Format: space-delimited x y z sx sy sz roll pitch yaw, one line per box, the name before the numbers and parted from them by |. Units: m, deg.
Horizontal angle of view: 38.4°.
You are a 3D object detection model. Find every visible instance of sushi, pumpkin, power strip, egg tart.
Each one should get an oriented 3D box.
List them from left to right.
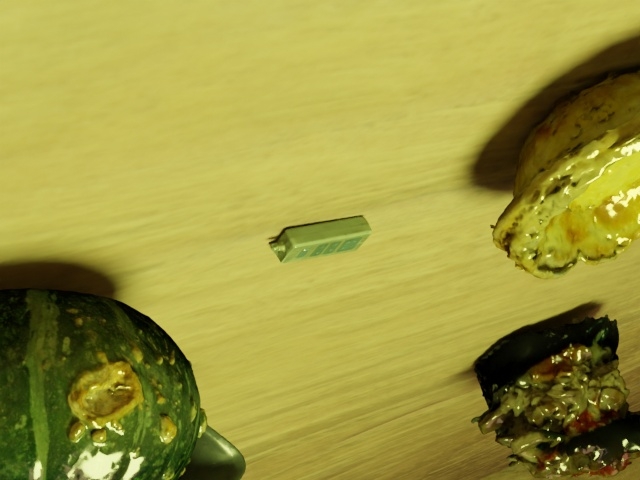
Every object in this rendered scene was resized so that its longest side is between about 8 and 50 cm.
pumpkin | -0.165 0.108 0.546 0.190 0.146 0.190 -24 157 -11
power strip | 0.000 0.000 0.657 0.083 0.017 0.027 -11 152 -36
sushi | 0.337 0.230 1.264 0.239 0.218 0.225 -30 154 7
egg tart | 0.214 -0.057 0.666 0.213 0.090 0.212 -23 158 -10

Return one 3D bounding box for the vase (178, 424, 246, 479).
vase | -0.227 0.248 0.812 0.251 0.156 0.301 -4 156 -27
